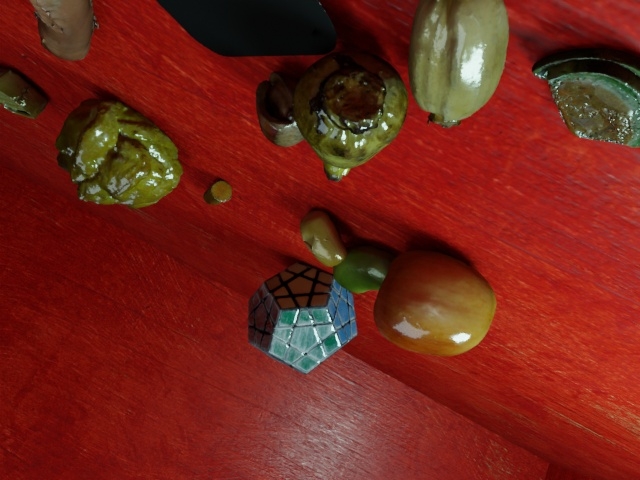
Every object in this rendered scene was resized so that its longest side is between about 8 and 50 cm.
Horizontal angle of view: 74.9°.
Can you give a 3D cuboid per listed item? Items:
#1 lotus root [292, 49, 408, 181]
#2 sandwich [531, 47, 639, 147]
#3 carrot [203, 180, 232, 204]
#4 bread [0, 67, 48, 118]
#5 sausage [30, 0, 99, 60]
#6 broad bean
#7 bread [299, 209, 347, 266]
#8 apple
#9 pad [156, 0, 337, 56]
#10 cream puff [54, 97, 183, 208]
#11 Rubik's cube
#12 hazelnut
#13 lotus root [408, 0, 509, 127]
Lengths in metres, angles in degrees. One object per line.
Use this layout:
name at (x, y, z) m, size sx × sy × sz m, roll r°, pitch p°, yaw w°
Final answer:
lotus root at (0.025, -0.119, 0.437) m, size 0.109 × 0.094 × 0.190 m, roll 5°, pitch 173°, yaw -2°
sandwich at (0.212, -0.104, 0.312) m, size 0.101 × 0.026 × 0.069 m, roll 37°, pitch 159°, yaw -25°
carrot at (-0.239, -0.102, 0.953) m, size 0.048 × 0.048 × 0.139 m, roll 36°, pitch 163°, yaw -20°
bread at (-0.711, -0.344, 0.966) m, size 0.157 × 0.064 × 0.117 m, roll 22°, pitch 156°, yaw 24°
sausage at (-0.301, -0.281, 0.478) m, size 0.078 × 0.078 × 0.304 m, roll 37°, pitch 168°, yaw -24°
broad bean at (0.091, 0.056, 0.850) m, size 0.125 × 0.082 × 0.175 m, roll 35°, pitch 151°, yaw -19°
bread at (0.000, 0.000, 0.798) m, size 0.082 × 0.056 × 0.115 m, roll 0°, pitch 118°, yaw 56°
apple at (0.186, 0.103, 0.689) m, size 0.199 × 0.199 × 0.199 m, roll 26°, pitch 162°, yaw 9°
pad at (-0.165, -0.309, 0.338) m, size 0.315 × 0.063 × 0.375 m, roll 21°, pitch 168°, yaw 41°
cream puff at (-0.403, -0.166, 0.841) m, size 0.245 × 0.196 × 0.244 m, roll 8°, pitch 134°, yaw 8°
Rubik's cube at (-0.052, 0.221, 1.186) m, size 0.264 × 0.318 × 0.319 m, roll -15°, pitch 141°, yaw 25°
hazelnut at (-0.040, -0.152, 0.486) m, size 0.087 × 0.086 × 0.086 m, roll 26°, pitch 162°, yaw 9°
lotus root at (0.103, -0.139, 0.320) m, size 0.073 × 0.062 × 0.150 m, roll 29°, pitch 163°, yaw 23°
